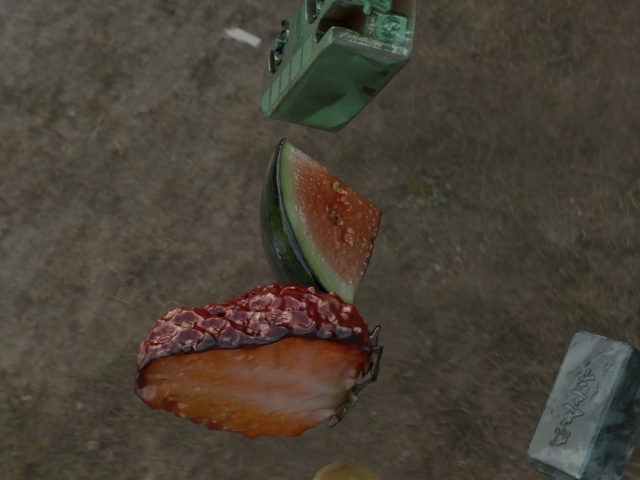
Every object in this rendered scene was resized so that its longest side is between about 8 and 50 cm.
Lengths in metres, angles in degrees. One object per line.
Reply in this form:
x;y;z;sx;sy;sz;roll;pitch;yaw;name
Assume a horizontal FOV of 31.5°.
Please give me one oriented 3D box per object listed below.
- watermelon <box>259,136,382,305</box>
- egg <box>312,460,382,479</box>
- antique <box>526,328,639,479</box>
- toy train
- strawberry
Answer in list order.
-0.020;0.005;1.193;0.145;0.137;0.193;-35;68;47;watermelon
0.032;0.259;1.093;0.080;0.080;0.096;-48;32;2;egg
0.327;0.211;1.358;0.088;0.086;0.183;15;80;51;antique
0.018;-0.248;1.524;0.129;0.326;0.159;13;68;-19;toy train
-0.062;0.090;1.031;0.190;0.236;0.111;-48;43;39;strawberry
